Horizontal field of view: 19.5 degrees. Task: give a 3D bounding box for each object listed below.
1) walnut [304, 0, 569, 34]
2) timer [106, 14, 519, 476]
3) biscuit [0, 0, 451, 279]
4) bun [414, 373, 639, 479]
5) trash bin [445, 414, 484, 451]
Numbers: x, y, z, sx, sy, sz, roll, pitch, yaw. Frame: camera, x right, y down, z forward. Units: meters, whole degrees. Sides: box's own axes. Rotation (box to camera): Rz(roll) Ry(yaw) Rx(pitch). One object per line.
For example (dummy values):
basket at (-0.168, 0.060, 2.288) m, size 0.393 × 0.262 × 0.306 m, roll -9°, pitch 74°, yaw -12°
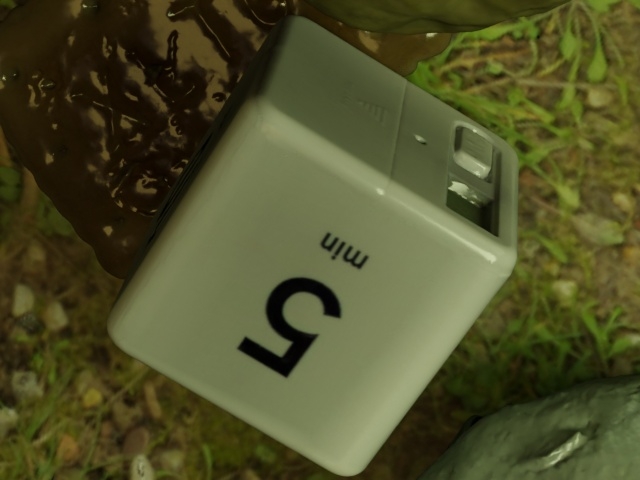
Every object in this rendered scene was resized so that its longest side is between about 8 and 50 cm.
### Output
walnut at (0.077, -0.269, 1.114) m, size 0.277 × 0.282 × 0.253 m, roll 3°, pitch 63°, yaw 8°
timer at (0.000, 0.000, 1.214) m, size 0.194 × 0.192 × 0.195 m, roll 32°, pitch 114°, yaw -8°
biscuit at (-0.088, -0.135, 1.311) m, size 0.325 × 0.044 × 0.217 m, roll -34°, pitch 93°, yaw 20°
bun at (0.197, 0.259, 1.201) m, size 0.354 × 0.194 × 0.354 m, roll -3°, pitch 115°, yaw -7°
trash bin at (0.121, 0.208, 1.323) m, size 0.116 × 0.059 × 0.130 m, roll 33°, pitch 110°, yaw 7°
